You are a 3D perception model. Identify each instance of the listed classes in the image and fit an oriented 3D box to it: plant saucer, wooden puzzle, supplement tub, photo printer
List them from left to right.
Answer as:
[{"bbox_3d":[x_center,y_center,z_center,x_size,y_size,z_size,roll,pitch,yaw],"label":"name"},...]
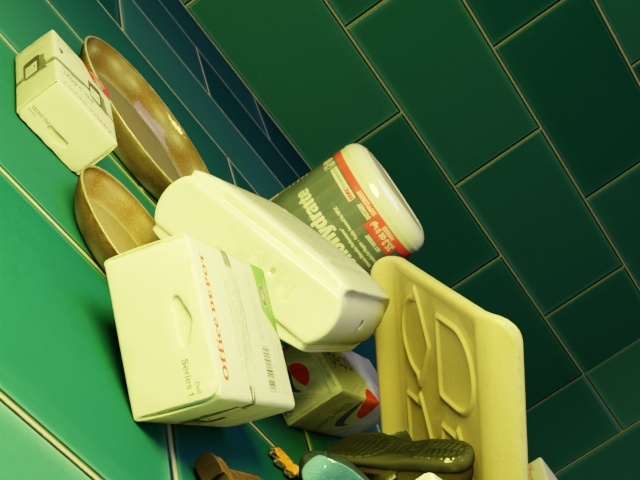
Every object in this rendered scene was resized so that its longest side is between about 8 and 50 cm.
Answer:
[{"bbox_3d":[-0.212,0.007,1.196,0.198,0.036,0.198,54,9,-12],"label":"plant saucer"},{"bbox_3d":[-0.254,-0.153,1.560,0.310,0.050,0.310,54,7,-10],"label":"plant saucer"},{"bbox_3d":[-0.046,0.033,1.347,0.256,0.107,0.307,38,5,14],"label":"photo printer"},{"bbox_3d":[0.000,0.000,1.627,0.191,0.272,0.191,54,8,-11],"label":"supplement tub"},{"bbox_3d":[0.173,0.203,1.366,0.348,0.080,0.322,-151,-126,-66],"label":"wooden puzzle"}]

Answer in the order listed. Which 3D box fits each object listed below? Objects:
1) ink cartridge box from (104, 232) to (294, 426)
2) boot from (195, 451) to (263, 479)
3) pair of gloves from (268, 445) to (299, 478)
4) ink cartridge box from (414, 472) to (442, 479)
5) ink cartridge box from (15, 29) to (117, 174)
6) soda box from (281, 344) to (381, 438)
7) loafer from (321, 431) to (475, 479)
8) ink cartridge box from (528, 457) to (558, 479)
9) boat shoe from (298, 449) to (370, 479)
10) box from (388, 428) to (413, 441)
[{"bbox_3d":[-0.114,0.096,1.072,0.219,0.092,0.160,33,41,-69],"label":"ink cartridge box"},{"bbox_3d":[-0.069,0.258,1.036,0.106,0.037,0.114,63,6,32],"label":"boot"},{"bbox_3d":[-0.031,0.278,1.256,0.074,0.010,0.083,48,12,-46],"label":"pair of gloves"},{"bbox_3d":[0.115,0.383,1.016,0.270,0.197,0.198,46,12,-51],"label":"ink cartridge box"},{"bbox_3d":[-0.299,-0.163,1.270,0.109,0.063,0.150,50,9,-35],"label":"ink cartridge box"},{"bbox_3d":[0.017,0.211,1.528,0.098,0.091,0.286,59,9,22],"label":"soda box"},{"bbox_3d":[0.085,0.281,1.293,0.080,0.220,0.078,-21,103,-48],"label":"loafer"},{"bbox_3d":[0.267,0.450,1.528,0.168,0.233,0.171,56,7,2],"label":"ink cartridge box"},{"bbox_3d":[0.067,0.337,1.255,0.258,0.109,0.089,61,-8,-13],"label":"boat shoe"},{"bbox_3d":[0.128,0.376,1.385,0.175,0.051,0.220,96,-29,-53],"label":"box"}]
